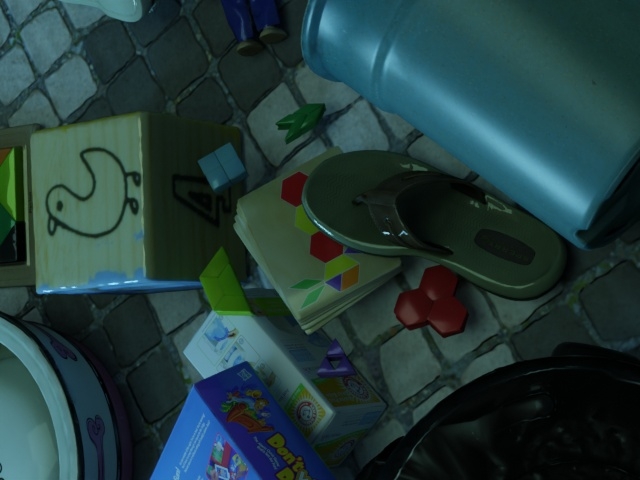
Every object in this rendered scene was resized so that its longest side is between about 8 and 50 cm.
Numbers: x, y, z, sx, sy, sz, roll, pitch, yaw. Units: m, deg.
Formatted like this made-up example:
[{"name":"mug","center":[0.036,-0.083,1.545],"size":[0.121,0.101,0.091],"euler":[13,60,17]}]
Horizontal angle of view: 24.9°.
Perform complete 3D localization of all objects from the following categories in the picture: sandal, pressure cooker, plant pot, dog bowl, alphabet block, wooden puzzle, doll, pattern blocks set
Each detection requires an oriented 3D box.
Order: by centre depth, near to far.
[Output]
[{"name":"pressure cooker","center":[0.218,0.307,1.311],"size":[0.369,0.420,0.376],"euler":[-34,78,-1]},{"name":"plant pot","center":[0.217,-0.190,1.394],"size":[0.334,0.341,0.341],"euler":[43,111,20]},{"name":"sandal","center":[0.120,-0.031,1.546],"size":[0.302,0.086,0.120],"euler":[19,75,22]},{"name":"pattern blocks set","center":[0.000,0.000,1.629],"size":[0.285,0.026,0.325],"euler":[-21,67,5]},{"name":"alphabet block","center":[-0.217,-0.039,1.748],"size":[0.192,0.193,0.197],"euler":[-7,84,32]},{"name":"doll","center":[-0.102,-0.323,1.769],"size":[0.129,0.046,0.189],"euler":[-23,76,31]},{"name":"dog bowl","center":[-0.416,0.285,1.897],"size":[0.407,0.150,0.408],"euler":[-2,87,33]},{"name":"wooden puzzle","center":[-0.474,-0.042,2.012],"size":[0.238,0.044,0.221],"euler":[-5,85,34]}]

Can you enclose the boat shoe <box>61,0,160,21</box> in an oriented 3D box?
[{"name":"boat shoe","center":[-0.301,-0.367,1.880],"size":[0.305,0.091,0.109],"euler":[27,145,37]}]

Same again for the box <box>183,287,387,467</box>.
[{"name":"box","center":[-0.041,0.159,1.665],"size":[0.203,0.114,0.103],"euler":[48,114,27]}]

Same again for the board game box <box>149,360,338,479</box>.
[{"name":"board game box","center":[-0.096,0.333,1.632],"size":[0.233,0.078,0.347],"euler":[51,139,22]}]
